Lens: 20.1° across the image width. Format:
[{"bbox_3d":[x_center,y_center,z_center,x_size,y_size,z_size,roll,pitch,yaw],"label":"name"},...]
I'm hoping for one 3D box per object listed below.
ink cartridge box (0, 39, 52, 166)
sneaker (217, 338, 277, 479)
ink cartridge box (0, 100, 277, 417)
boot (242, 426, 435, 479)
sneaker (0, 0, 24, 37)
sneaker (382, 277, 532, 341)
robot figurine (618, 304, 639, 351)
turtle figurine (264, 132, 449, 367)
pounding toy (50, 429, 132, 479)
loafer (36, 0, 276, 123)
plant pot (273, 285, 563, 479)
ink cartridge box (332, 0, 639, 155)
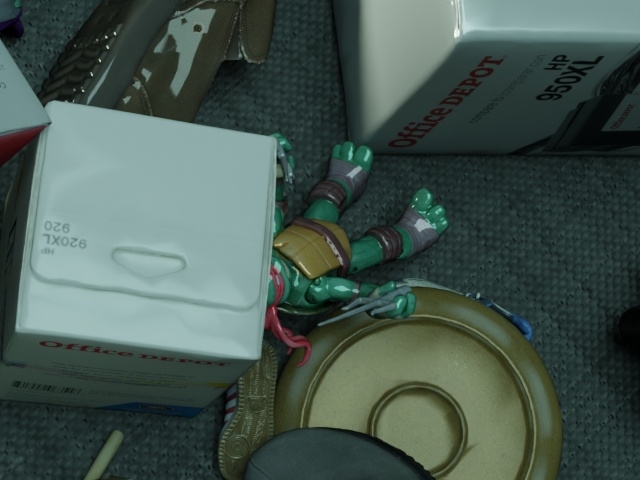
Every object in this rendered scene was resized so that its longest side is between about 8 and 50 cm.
[{"bbox_3d":[-0.349,-0.044,1.239,0.271,0.309,0.130,58,32,5],"label":"ink cartridge box"},{"bbox_3d":[-0.061,0.127,1.427,0.042,0.067,0.118,8,102,-16],"label":"sneaker"},{"bbox_3d":[-0.143,0.023,1.324,0.171,0.233,0.168,8,73,-15],"label":"ink cartridge box"},{"bbox_3d":[0.003,0.206,1.231,0.223,0.338,0.118,19,96,-43],"label":"boot"},{"bbox_3d":[-0.274,-0.217,1.453,0.098,0.083,0.223,29,69,-32],"label":"sneaker"},{"bbox_3d":[0.114,0.059,1.483,0.135,0.058,0.052,18,70,-10],"label":"sneaker"},{"bbox_3d":[0.387,0.111,1.491,0.278,0.209,0.173,32,32,-5],"label":"robot figurine"},{"bbox_3d":[0.000,0.000,1.395,0.175,0.118,0.234,51,33,3],"label":"turtle figurine"},{"bbox_3d":[-0.182,0.225,1.340,0.130,0.100,0.141,-14,90,-19],"label":"pounding toy"},{"bbox_3d":[-0.096,-0.197,1.474,0.130,0.134,0.366,39,76,-28],"label":"loafer"},{"bbox_3d":[0.076,0.152,1.424,0.236,0.032,0.236,0,81,-1],"label":"plant pot"},{"bbox_3d":[0.237,-0.183,1.467,0.395,0.285,0.166,0,75,-16],"label":"ink cartridge box"}]
